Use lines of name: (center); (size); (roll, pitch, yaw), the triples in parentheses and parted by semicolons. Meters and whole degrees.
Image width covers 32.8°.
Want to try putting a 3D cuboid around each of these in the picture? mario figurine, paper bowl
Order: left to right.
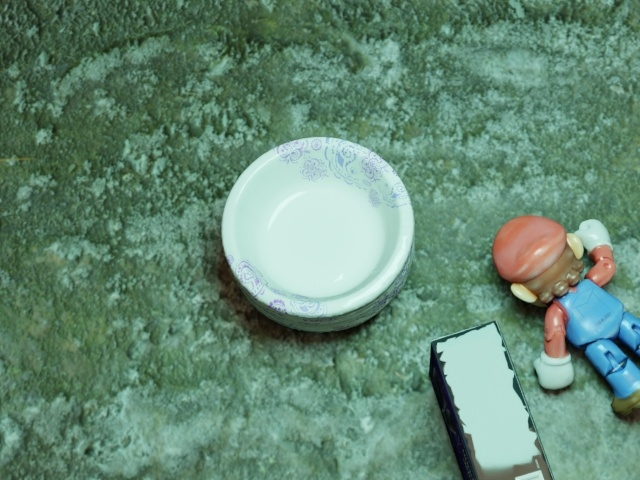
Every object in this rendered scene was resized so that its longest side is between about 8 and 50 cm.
paper bowl: (0.000, 0.000, 1.637); (0.284, 0.148, 0.284); (-1, 68, 4)
mario figurine: (0.378, 0.097, 1.604); (0.320, 0.170, 0.198); (49, 43, 9)

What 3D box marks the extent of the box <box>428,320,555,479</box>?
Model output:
box: (0.233, 0.267, 1.491); (0.103, 0.184, 0.261); (-17, 68, 0)
